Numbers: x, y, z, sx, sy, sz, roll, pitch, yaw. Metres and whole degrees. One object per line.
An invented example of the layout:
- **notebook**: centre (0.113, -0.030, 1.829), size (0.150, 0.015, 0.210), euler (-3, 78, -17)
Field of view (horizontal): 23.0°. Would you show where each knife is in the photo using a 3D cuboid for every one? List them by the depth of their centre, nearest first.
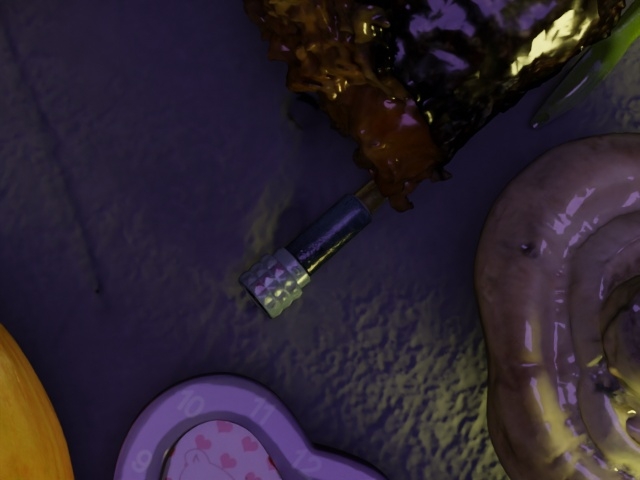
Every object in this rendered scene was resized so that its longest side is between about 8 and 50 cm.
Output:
- **knife**: centre (0.204, -0.141, 1.038), size (0.184, 0.026, 0.022), euler (-46, 106, -7)

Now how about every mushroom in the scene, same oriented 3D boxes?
- **mushroom**: centre (0.208, 0.056, 0.931), size (0.260, 0.234, 0.254), euler (43, 83, -2)

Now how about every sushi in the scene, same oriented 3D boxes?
- **sushi**: centre (0.018, -0.212, 0.929), size (0.207, 0.234, 0.348), euler (-37, 87, -4)

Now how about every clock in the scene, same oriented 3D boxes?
- **clock**: centre (-0.049, 0.187, 0.995), size (0.198, 0.064, 0.172), euler (36, 87, -2)

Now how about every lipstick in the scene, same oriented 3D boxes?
- **lipstick**: centre (0.000, 0.000, 1.020), size (0.116, 0.037, 0.037), euler (-42, 92, -9)

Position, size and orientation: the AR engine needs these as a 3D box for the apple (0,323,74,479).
- **apple**: centre (-0.269, 0.140, 0.905), size (0.242, 0.242, 0.241), euler (-16, 77, -4)
